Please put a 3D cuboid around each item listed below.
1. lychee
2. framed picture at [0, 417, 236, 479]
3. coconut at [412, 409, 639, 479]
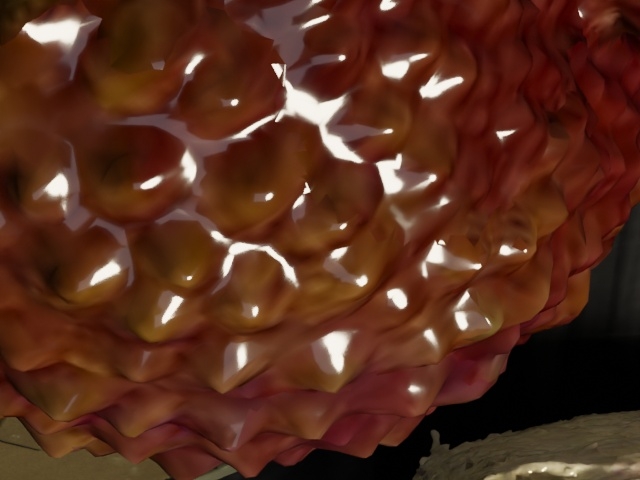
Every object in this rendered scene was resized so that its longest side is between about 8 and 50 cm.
[{"bbox_3d":[-0.049,-0.081,0.506,0.330,0.306,0.306,-3,142,24],"label":"lychee"},{"bbox_3d":[-0.122,0.077,0.859,0.250,0.016,0.184,-25,136,12],"label":"framed picture"},{"bbox_3d":[0.162,0.219,0.884,0.255,0.297,0.297,-1,136,-10],"label":"coconut"}]
